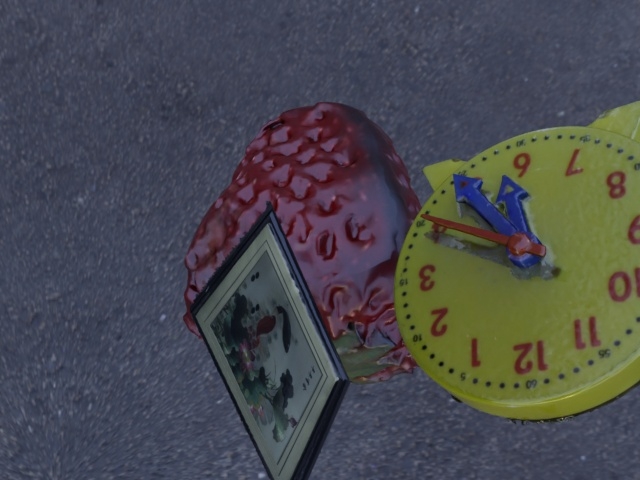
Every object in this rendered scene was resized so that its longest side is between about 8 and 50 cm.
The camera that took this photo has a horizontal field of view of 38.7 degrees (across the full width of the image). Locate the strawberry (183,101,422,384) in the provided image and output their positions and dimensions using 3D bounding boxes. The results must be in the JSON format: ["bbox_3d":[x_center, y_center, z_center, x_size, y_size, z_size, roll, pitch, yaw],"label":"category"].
[{"bbox_3d":[0.000,0.000,1.119,0.295,0.318,0.345,34,49,-38],"label":"strawberry"}]

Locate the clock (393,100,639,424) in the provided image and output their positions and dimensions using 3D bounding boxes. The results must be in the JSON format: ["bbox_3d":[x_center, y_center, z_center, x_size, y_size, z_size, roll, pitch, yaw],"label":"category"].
[{"bbox_3d":[0.187,0.013,0.807,0.071,0.277,0.293,39,39,-45],"label":"clock"}]

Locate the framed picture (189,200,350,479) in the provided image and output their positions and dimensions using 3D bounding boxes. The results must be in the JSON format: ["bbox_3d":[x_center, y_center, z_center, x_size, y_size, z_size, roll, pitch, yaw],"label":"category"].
[{"bbox_3d":[-0.035,0.092,0.748,0.199,0.010,0.195,67,25,-18],"label":"framed picture"}]
